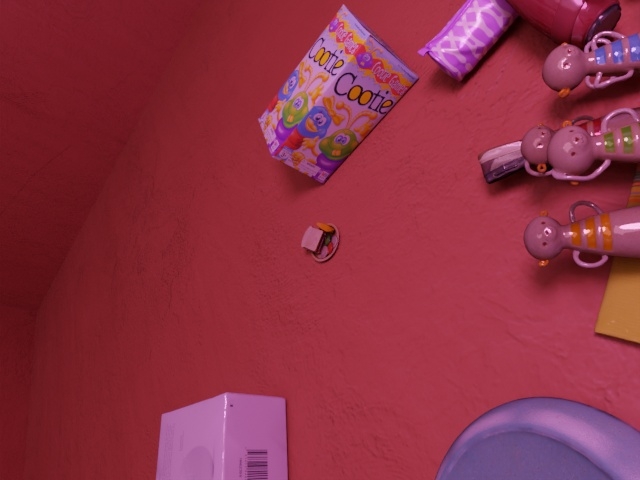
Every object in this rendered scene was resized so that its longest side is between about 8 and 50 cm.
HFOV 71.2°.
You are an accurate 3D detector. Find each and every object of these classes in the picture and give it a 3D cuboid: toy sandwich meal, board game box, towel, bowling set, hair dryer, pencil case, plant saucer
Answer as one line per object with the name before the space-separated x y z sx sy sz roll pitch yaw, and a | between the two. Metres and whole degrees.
toy sandwich meal | 0.000 0.000 0.857 0.085 0.029 0.086 -24 56 40
board game box | 0.024 -0.274 0.870 0.275 0.142 0.144 -46 44 24
towel | 0.364 -0.006 0.457 0.102 0.021 0.237 11 82 55
bowling set | 0.271 -0.134 0.433 0.154 0.200 0.287 -3 65 27
hair dryer | 0.358 -0.347 0.563 0.293 0.080 0.224 7 74 28
pencil case | 0.252 -0.351 0.690 0.206 0.088 0.086 -52 40 20
plant saucer | 0.205 0.308 0.417 0.317 0.043 0.318 -43 36 42

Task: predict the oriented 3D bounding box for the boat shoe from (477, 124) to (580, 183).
boat shoe | 0.284 -0.110 0.575 0.152 0.056 0.049 -12 89 36

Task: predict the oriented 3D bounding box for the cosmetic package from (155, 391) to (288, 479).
cosmetic package | -0.176 0.405 0.782 0.224 0.138 0.224 -28 53 36
